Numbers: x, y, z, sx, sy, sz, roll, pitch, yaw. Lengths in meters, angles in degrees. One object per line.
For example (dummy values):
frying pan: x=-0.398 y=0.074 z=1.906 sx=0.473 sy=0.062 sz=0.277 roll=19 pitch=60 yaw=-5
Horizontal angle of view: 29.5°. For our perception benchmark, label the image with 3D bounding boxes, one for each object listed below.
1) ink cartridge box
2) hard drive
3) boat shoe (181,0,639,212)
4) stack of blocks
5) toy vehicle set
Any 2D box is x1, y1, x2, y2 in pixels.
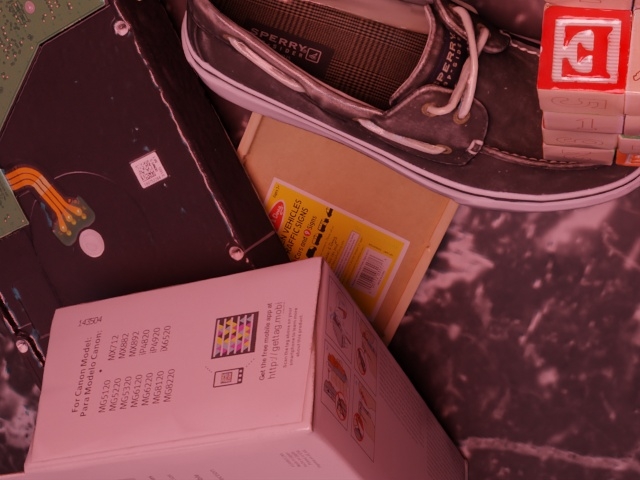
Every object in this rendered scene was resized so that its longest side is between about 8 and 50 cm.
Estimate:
ink cartridge box: x=-0.066 y=0.167 z=0.883 sx=0.271 sy=0.130 sz=0.309 roll=-11 pitch=142 yaw=20
hard drive: x=-0.181 y=-0.052 z=0.917 sx=0.237 sy=0.064 sz=0.339 roll=-24 pitch=98 yaw=29
boat shoe: x=0.065 y=-0.101 z=0.791 sx=0.335 sy=0.119 sz=0.121 roll=14 pitch=81 yaw=2
stack of blocks: x=0.160 y=-0.149 z=0.609 sx=0.087 sy=0.297 sz=0.171 roll=5 pitch=82 yaw=12
toy vehicle set: x=0.000 y=0.000 z=0.926 sx=0.166 sy=0.035 sz=0.267 roll=27 pitch=116 yaw=4
